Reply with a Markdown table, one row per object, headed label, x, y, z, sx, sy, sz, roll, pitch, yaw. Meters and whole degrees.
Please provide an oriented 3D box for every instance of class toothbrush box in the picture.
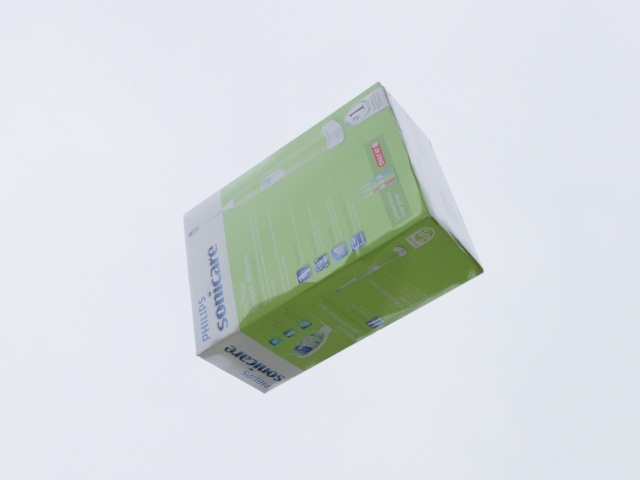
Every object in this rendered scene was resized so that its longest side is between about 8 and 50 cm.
| label | x | y | z | sx | sy | sz | roll | pitch | yaw |
| --- | --- | --- | --- | --- | --- | --- | --- | --- | --- |
| toothbrush box | 0.000 | 0.000 | 0.856 | 0.283 | 0.206 | 0.122 | -31 | -44 | 18 |
